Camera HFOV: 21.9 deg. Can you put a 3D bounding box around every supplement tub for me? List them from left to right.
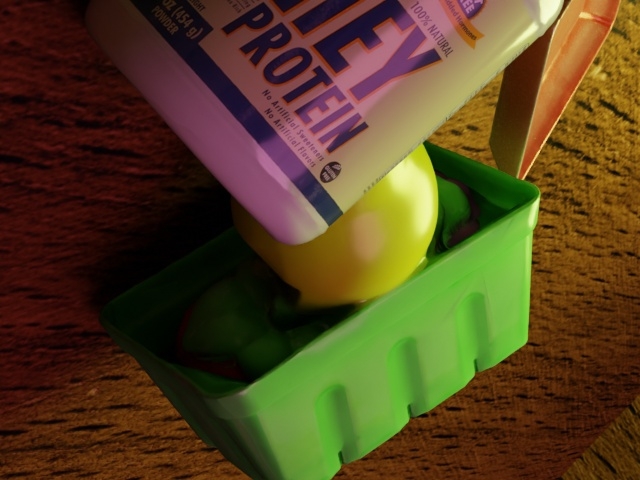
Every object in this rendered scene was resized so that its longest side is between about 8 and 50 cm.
[{"bbox_3d":[0.023,-0.181,1.166,0.325,0.235,0.235,-42,156,0],"label":"supplement tub"}]

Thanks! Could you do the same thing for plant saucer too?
[{"bbox_3d":[0.234,-0.211,1.570,0.258,0.047,0.259,-57,166,-29],"label":"plant saucer"}]

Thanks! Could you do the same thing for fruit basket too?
[{"bbox_3d":[0.000,0.000,1.455,0.392,0.283,0.392,-12,112,-31],"label":"fruit basket"}]
